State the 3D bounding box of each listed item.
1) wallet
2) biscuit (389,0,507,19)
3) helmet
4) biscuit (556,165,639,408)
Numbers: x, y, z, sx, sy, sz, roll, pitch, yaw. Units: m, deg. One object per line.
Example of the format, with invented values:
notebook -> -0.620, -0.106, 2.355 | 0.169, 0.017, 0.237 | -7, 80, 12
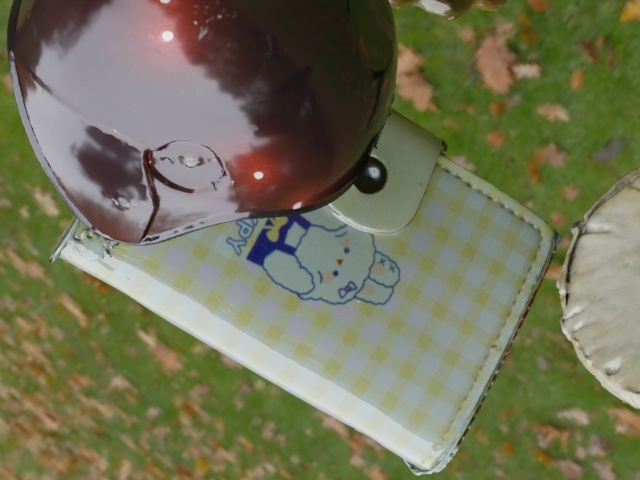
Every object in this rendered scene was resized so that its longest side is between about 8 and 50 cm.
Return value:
wallet -> 0.000, 0.000, 0.964 | 0.309, 0.223, 0.077 | 33, 170, -14
biscuit -> 0.072, -0.367, 1.280 | 0.335, 0.329, 0.078 | 4, 167, -21
helmet -> -0.061, -0.105, 0.757 | 0.216, 0.189, 0.193 | 24, 139, -7
biscuit -> 0.167, 0.012, 0.544 | 0.152, 0.152, 0.020 | 20, 153, 38
